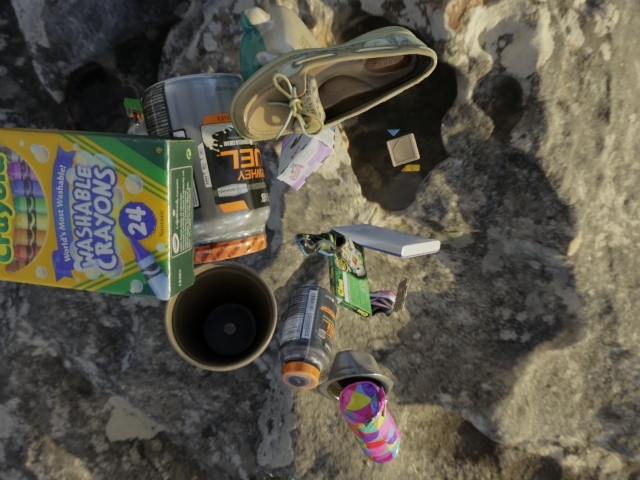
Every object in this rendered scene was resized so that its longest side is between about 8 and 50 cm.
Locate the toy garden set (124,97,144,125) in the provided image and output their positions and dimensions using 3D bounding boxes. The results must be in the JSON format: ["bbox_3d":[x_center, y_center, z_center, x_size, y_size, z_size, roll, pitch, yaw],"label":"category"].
[{"bbox_3d":[-0.299,-0.250,1.209,0.244,0.203,0.049,6,91,-17],"label":"toy garden set"}]

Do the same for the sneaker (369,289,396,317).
[{"bbox_3d":[0.134,0.190,1.635,0.178,0.072,0.077,-2,65,22],"label":"sneaker"}]

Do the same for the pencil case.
[{"bbox_3d":[0.113,0.398,1.198,0.104,0.236,0.105,-10,47,11],"label":"pencil case"}]

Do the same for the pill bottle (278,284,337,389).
[{"bbox_3d":[-0.033,0.243,1.378,0.130,0.131,0.246,7,49,4],"label":"pill bottle"}]

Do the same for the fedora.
[{"bbox_3d":[0.114,0.448,1.845,0.243,0.275,0.125,-24,48,25],"label":"fedora"}]

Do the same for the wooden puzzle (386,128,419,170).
[{"bbox_3d":[0.211,-0.231,1.408,0.078,0.014,0.117,-11,101,0],"label":"wooden puzzle"}]

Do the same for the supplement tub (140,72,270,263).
[{"bbox_3d":[-0.201,-0.127,1.005,0.193,0.193,0.316,-10,97,4],"label":"supplement tub"}]

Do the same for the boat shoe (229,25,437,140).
[{"bbox_3d":[0.013,-0.209,0.740,0.285,0.089,0.105,-26,123,-2],"label":"boat shoe"}]

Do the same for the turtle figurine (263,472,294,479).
[{"bbox_3d":[-0.170,0.869,1.902,0.234,0.175,0.118,-12,127,-16],"label":"turtle figurine"}]

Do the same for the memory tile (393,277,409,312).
[{"bbox_3d":[0.277,0.190,1.888,0.012,0.148,0.113,15,78,-1],"label":"memory tile"}]

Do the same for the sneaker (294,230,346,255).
[{"bbox_3d":[0.000,0.000,1.505,0.078,0.188,0.067,-37,65,31],"label":"sneaker"}]

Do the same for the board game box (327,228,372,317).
[{"bbox_3d":[0.081,0.091,1.598,0.136,0.260,0.030,32,127,-30],"label":"board game box"}]

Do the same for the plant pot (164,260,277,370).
[{"bbox_3d":[-0.296,0.254,1.710,0.322,0.280,0.324,1,71,-4],"label":"plant pot"}]

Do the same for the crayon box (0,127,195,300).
[{"bbox_3d":[-0.335,-0.043,0.740,0.322,0.083,0.203,5,103,11],"label":"crayon box"}]

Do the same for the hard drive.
[{"bbox_3d":[0.209,-0.004,1.855,0.318,0.210,0.040,16,106,43],"label":"hard drive"}]

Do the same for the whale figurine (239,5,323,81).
[{"bbox_3d":[-0.070,-0.277,0.914,0.141,0.272,0.216,-33,114,22],"label":"whale figurine"}]

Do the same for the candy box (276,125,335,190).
[{"bbox_3d":[-0.036,-0.257,1.471,0.070,0.196,0.165,31,127,-23],"label":"candy box"}]
